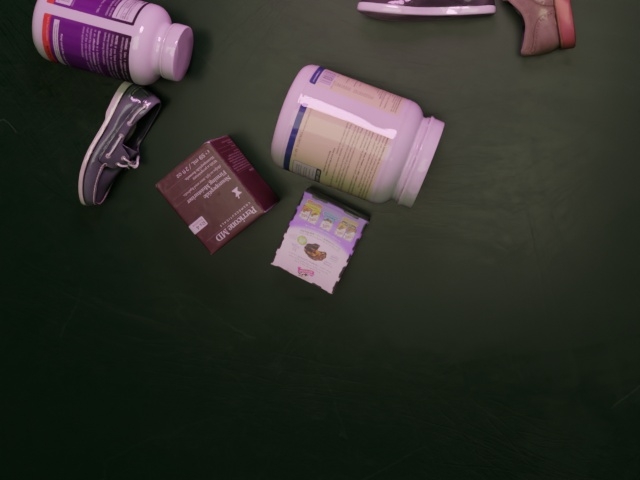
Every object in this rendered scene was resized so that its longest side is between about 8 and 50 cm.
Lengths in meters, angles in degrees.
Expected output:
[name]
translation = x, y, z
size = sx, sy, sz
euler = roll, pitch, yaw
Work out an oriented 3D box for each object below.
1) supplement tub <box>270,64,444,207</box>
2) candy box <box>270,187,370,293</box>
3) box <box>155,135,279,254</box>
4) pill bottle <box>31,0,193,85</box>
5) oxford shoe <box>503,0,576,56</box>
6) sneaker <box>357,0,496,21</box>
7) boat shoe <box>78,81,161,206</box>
[supplement tub]
translation = 0.079, -0.218, 1.603
size = 0.325, 0.235, 0.235
euler = 21, 104, 3
[candy box]
translation = 0.000, 0.000, 1.746
size = 0.165, 0.070, 0.196
euler = 27, 104, 2
[box]
translation = -0.232, -0.109, 1.706
size = 0.168, 0.167, 0.203
euler = -38, 95, 14
[pill bottle]
translation = -0.458, -0.455, 1.658
size = 0.323, 0.181, 0.181
euler = 16, 104, 4
[oxford shoe]
translation = 0.430, -0.555, 1.542
size = 0.130, 0.123, 0.348
euler = -14, 98, 16
[sneaker]
translation = 0.224, -0.549, 1.585
size = 0.296, 0.104, 0.147
euler = -2, 100, 3
[boat shoe]
translation = -0.472, -0.213, 1.747
size = 0.099, 0.116, 0.319
euler = 26, 99, 6
